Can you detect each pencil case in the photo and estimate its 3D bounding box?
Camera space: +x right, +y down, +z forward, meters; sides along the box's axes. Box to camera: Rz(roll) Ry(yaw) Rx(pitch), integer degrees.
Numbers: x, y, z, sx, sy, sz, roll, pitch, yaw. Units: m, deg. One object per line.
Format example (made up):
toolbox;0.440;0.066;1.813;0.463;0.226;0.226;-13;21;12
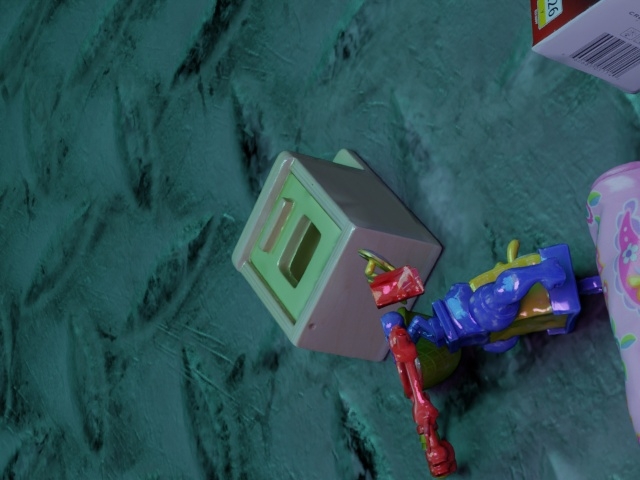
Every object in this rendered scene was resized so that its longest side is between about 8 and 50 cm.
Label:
pencil case;0.296;0.071;1.224;0.124;0.124;0.284;-40;48;42

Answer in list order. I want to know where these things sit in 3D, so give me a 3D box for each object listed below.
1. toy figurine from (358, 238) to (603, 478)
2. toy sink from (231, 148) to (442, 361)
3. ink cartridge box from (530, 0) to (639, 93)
toy figurine;0.174;0.094;1.384;0.362;0.217;0.191;67;-175;-73
toy sink;0.000;0.000;1.654;0.152;0.131;0.234;-63;36;20
ink cartridge box;0.307;-0.330;1.288;0.272;0.130;0.309;-33;48;47
